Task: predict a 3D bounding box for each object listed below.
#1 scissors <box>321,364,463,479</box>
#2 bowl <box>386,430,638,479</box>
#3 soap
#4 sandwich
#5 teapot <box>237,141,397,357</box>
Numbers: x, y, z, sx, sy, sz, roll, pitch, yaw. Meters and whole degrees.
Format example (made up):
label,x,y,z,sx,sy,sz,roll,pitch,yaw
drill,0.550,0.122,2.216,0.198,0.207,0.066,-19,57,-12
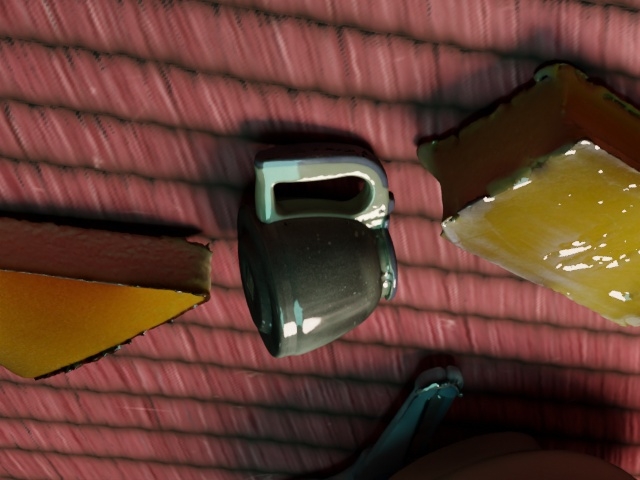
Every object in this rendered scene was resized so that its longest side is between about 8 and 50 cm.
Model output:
label,x,y,z,sx,sy,sz,roll,pitch,yaw
scissors,0.051,0.212,1.548,0.180,0.032,0.393,-1,148,-17
bowl,0.152,0.293,1.510,0.354,0.185,0.354,-18,151,-10
soap,0.192,-0.022,1.164,0.233,0.076,0.135,27,135,-37
sandwich,-0.199,0.028,1.212,0.193,0.058,0.162,-24,142,32
teapot,-0.002,0.001,1.180,0.108,0.149,0.111,-13,-172,-14
